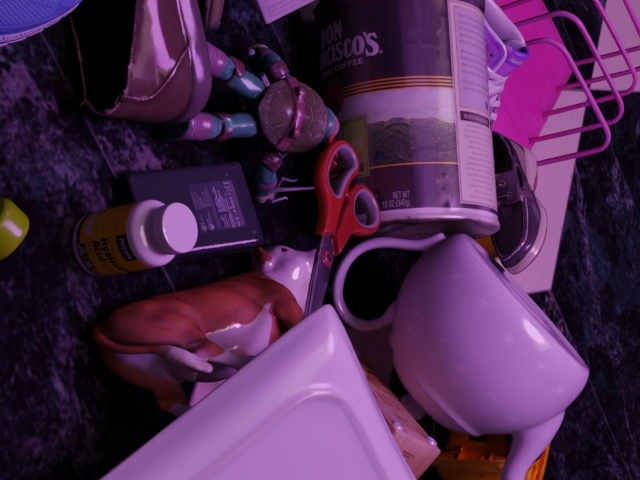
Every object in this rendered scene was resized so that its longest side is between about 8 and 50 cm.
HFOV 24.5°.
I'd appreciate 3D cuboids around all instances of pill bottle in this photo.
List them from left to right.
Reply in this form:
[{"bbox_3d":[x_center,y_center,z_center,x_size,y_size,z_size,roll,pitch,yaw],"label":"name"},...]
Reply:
[{"bbox_3d":[-0.174,-0.004,1.395,0.065,0.116,0.065,17,68,-49],"label":"pill bottle"}]

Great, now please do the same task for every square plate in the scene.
[{"bbox_3d":[-0.048,0.290,1.385,0.344,0.049,0.347,-38,123,-19],"label":"square plate"}]

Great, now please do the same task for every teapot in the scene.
[{"bbox_3d":[0.161,0.126,1.665,0.252,0.187,0.256,41,11,-41],"label":"teapot"}]

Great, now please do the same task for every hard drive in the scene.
[{"bbox_3d":[-0.130,-0.029,1.488,0.135,0.022,0.094,-8,74,-35],"label":"hard drive"}]

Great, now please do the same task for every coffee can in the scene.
[{"bbox_3d":[0.100,-0.141,1.711,0.201,0.201,0.275,9,75,-51],"label":"coffee can"}]

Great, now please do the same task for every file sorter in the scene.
[{"bbox_3d":[0.337,-0.262,2.061,0.202,0.182,0.291,58,43,-25],"label":"file sorter"}]

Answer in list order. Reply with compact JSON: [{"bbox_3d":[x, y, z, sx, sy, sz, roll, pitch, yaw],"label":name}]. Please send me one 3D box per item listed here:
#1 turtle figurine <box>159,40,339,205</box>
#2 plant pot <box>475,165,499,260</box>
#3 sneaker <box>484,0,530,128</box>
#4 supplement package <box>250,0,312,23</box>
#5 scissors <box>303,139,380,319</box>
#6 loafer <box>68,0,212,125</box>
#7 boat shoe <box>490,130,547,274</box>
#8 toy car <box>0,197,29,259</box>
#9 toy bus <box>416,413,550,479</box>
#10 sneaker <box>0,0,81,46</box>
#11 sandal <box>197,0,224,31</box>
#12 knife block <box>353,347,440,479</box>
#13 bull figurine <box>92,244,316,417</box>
[{"bbox_3d":[-0.059,-0.137,1.586,0.234,0.118,0.175,15,70,-44],"label":"turtle figurine"},{"bbox_3d":[0.168,-0.032,1.859,0.134,0.095,0.134,19,65,-49],"label":"plant pot"},{"bbox_3d":[0.201,-0.180,1.887,0.102,0.161,0.282,-32,108,-52],"label":"sneaker"},{"bbox_3d":[-0.055,-0.373,1.522,0.134,0.139,0.244,61,-3,38],"label":"supplement package"},{"bbox_3d":[0.000,0.000,1.481,0.109,0.021,0.297,62,31,-21],"label":"scissors"},{"bbox_3d":[-0.203,-0.281,1.410,0.130,0.134,0.366,-27,103,-51],"label":"loafer"},{"bbox_3d":[0.220,-0.050,1.773,0.073,0.080,0.223,34,35,-22],"label":"boat shoe"},{"bbox_3d":[-0.362,-0.003,1.181,0.188,0.149,0.155,-50,121,-11],"label":"toy car"},{"bbox_3d":[0.231,0.239,1.851,0.211,0.149,0.220,63,36,-40],"label":"toy bus"},{"bbox_3d":[-0.306,-0.234,1.233,0.330,0.147,0.130,-12,92,-46],"label":"sneaker"},{"bbox_3d":[-0.173,-0.354,1.511,0.086,0.120,0.303,-24,100,-7],"label":"sandal"},{"bbox_3d":[-0.001,0.263,1.599,0.242,0.276,0.088,-49,136,9],"label":"knife block"},{"bbox_3d":[-0.078,0.092,1.472,0.310,0.188,0.101,-19,130,-45],"label":"bull figurine"}]
